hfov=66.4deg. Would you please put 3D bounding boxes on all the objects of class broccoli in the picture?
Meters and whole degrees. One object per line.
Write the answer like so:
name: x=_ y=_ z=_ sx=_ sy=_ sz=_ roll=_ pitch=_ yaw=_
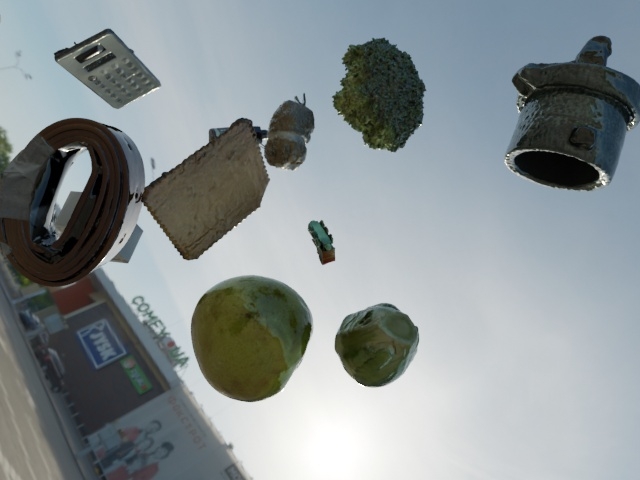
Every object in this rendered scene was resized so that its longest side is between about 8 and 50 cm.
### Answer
broccoli: x=0.153 y=-0.397 z=1.325 sx=0.260 sy=0.288 sz=0.235 roll=7 pitch=-14 yaw=16

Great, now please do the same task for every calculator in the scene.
calculator: x=-0.541 y=-0.439 z=1.269 sx=0.261 sy=0.161 sz=0.021 roll=45 pitch=20 yaw=-74

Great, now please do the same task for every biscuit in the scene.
biscuit: x=-0.190 y=-0.083 z=0.889 sx=0.013 sy=0.232 sz=0.237 roll=41 pitch=-18 yaw=26

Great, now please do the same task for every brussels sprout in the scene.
brussels sprout: x=0.152 y=0.268 z=1.286 sx=0.210 sy=0.219 sz=0.271 roll=60 pitch=-27 yaw=18

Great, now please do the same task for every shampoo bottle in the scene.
shampoo bottle: x=-0.248 y=-0.347 z=1.611 sx=0.067 sy=0.236 sz=0.068 roll=-8 pitch=-89 yaw=64

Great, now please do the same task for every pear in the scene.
pear: x=-0.169 y=0.226 z=1.197 sx=0.304 sy=0.304 sz=0.304 roll=37 pitch=-41 yaw=39

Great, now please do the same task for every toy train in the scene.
toy train: x=0.000 y=0.000 z=1.919 sx=0.176 sy=0.074 sz=0.118 roll=-124 pitch=-155 yaw=-46

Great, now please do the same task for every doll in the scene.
doll: x=-0.065 y=-0.266 z=1.156 sx=0.105 sy=0.221 sz=0.115 roll=3 pitch=-30 yaw=38

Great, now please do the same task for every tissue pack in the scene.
tissue pack: x=-0.749 y=-0.039 z=1.666 sx=0.159 sy=0.136 sz=0.246 roll=6 pitch=-28 yaw=13

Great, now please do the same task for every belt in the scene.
belt: x=-0.386 y=-0.063 z=0.765 sx=0.184 sy=0.261 sz=0.105 roll=28 pitch=6 yaw=-9

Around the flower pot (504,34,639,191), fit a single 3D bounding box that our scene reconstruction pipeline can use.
flower pot: x=0.578 y=-0.295 z=1.143 sx=0.299 sy=0.299 sz=0.282 roll=16 pitch=-99 yaw=52
